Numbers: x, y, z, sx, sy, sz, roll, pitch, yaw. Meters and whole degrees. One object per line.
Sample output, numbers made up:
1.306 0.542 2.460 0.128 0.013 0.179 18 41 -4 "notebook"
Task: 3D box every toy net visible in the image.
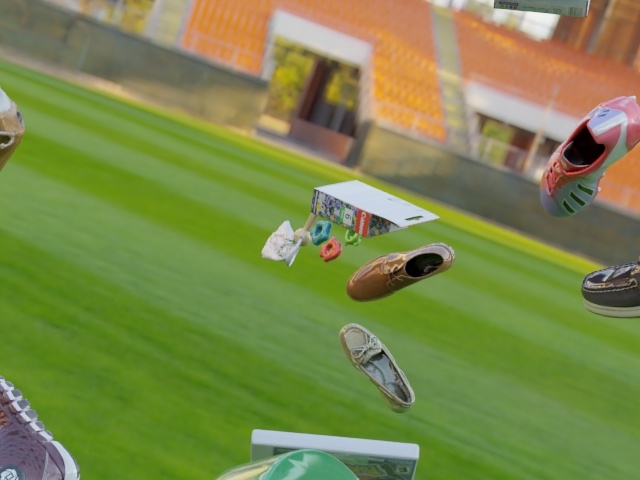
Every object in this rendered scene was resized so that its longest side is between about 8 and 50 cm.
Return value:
0.000 0.000 2.132 0.045 0.122 0.232 30 -41 -34 "toy net"

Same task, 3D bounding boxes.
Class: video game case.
0.012 0.293 1.713 0.201 0.023 0.183 5 -35 -1 "video game case"

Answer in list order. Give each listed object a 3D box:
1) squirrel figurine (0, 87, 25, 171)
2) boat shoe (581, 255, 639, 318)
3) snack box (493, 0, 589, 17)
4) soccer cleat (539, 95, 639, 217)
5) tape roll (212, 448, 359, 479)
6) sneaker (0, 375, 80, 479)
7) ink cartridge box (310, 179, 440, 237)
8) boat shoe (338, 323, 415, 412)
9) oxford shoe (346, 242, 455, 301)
-0.549 -0.153 1.601 0.281 0.397 0.370 58 -1 38 "squirrel figurine"
0.423 0.028 1.614 0.285 0.092 0.103 -9 23 48 "boat shoe"
0.339 -0.386 2.086 0.141 0.037 0.100 8 47 12 "snack box"
0.322 -0.097 1.734 0.095 0.083 0.248 -22 -17 -27 "soccer cleat"
-0.013 0.359 1.282 0.077 0.321 0.321 -19 -13 25 "tape roll"
-0.530 0.331 2.223 0.281 0.106 0.162 39 44 23 "sneaker"
0.053 -0.025 1.343 0.115 0.029 0.063 26 26 38 "ink cartridge box"
0.084 0.181 1.993 0.153 0.056 0.048 56 -14 11 "boat shoe"
0.137 0.057 2.514 0.212 0.076 0.076 -24 -1 16 "oxford shoe"
